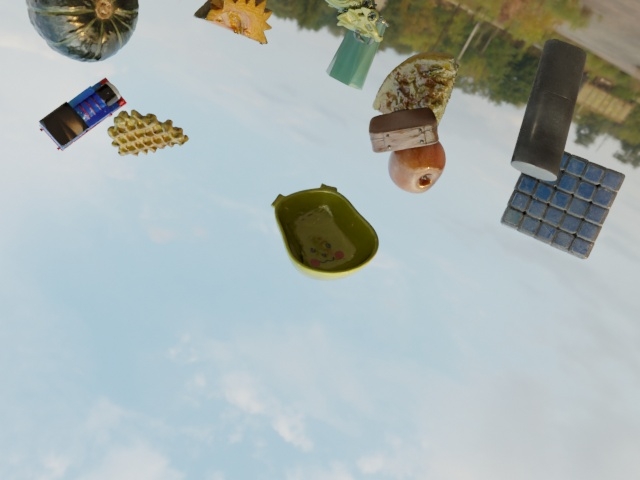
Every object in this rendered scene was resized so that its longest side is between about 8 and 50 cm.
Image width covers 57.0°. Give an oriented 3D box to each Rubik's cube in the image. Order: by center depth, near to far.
[{"bbox_3d":[0.631,-0.103,1.561,0.237,0.237,0.238,26,-170,17],"label":"Rubik's cube"}]

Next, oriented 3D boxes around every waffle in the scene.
[{"bbox_3d":[-0.403,-0.238,1.377,0.192,0.160,0.046,11,-121,-1],"label":"waffle"}]

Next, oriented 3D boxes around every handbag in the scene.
[{"bbox_3d":[0.239,-0.322,1.698,0.194,0.072,0.151,-9,-148,12],"label":"handbag"}]

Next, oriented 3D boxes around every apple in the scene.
[{"bbox_3d":[0.327,-0.252,1.975,0.201,0.201,0.162,7,-129,-38],"label":"apple"}]

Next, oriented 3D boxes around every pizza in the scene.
[{"bbox_3d":[0.282,-0.481,1.827,0.087,0.257,0.268,-8,-144,-39],"label":"pizza"}]

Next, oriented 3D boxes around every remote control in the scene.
[{"bbox_3d":[0.526,-0.306,1.346,0.107,0.044,0.377,23,-115,-1],"label":"remote control"}]

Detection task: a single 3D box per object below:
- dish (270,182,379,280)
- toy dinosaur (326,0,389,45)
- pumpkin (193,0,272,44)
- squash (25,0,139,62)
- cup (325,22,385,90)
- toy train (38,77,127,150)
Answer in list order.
[{"bbox_3d":[0.000,0.000,1.384,0.221,0.108,0.262,-16,-124,-24],"label":"dish"},{"bbox_3d":[0.043,-0.539,1.268,0.259,0.153,0.094,23,-161,-10],"label":"toy dinosaur"},{"bbox_3d":[-0.265,-0.686,1.742,0.149,0.130,0.254,33,-159,34],"label":"pumpkin"},{"bbox_3d":[-0.549,-0.547,1.369,0.165,0.252,0.252,22,-162,35],"label":"squash"},{"bbox_3d":[0.134,-0.656,2.039,0.148,0.235,0.134,3,-148,-49],"label":"cup"},{"bbox_3d":[-0.567,-0.305,1.413,0.082,0.204,0.131,51,164,-17],"label":"toy train"}]
